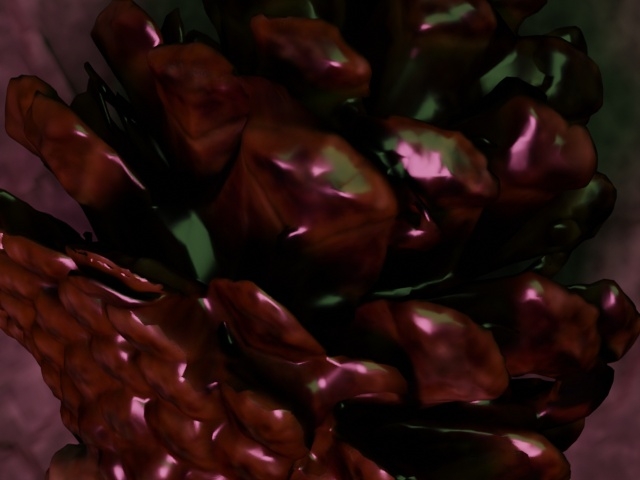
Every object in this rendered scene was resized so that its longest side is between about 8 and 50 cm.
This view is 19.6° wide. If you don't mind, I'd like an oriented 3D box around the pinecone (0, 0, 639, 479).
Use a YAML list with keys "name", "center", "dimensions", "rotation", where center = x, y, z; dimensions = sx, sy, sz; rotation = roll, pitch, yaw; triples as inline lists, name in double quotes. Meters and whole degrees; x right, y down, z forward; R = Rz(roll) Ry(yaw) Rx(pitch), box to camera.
- name: "pinecone"
  center: [0.000, 0.000, 0.442]
  dimensions: [0.173, 0.173, 0.174]
  rotation: [0, 94, -2]
